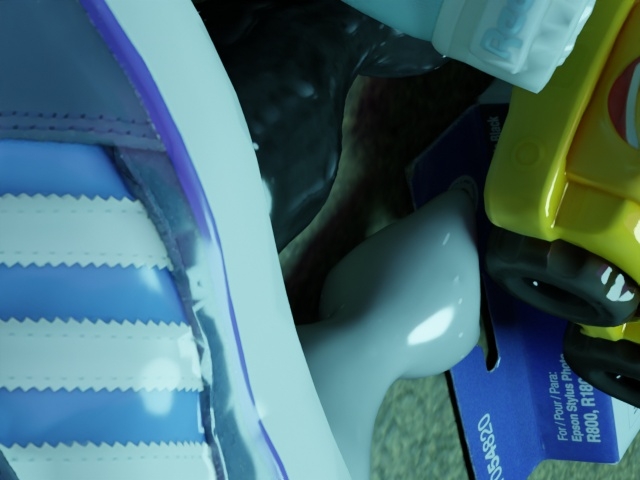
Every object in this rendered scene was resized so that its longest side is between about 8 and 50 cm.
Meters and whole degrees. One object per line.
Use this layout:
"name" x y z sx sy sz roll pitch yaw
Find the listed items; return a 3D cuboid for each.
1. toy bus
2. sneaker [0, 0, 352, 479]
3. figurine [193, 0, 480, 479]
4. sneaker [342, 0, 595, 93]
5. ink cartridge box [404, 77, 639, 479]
"toy bus" 0.195 -0.002 0.777 0.220 0.211 0.149 43 70 -52
"sneaker" -0.112 0.056 0.416 0.236 0.130 0.323 -45 116 -47
"figurine" 0.000 0.000 0.685 0.209 0.092 0.215 -44 137 -46
"sneaker" 0.051 -0.180 0.654 0.135 0.150 0.366 -64 180 28
"ink cartridge box" 0.132 -0.010 0.913 0.224 0.045 0.223 -49 139 -35
